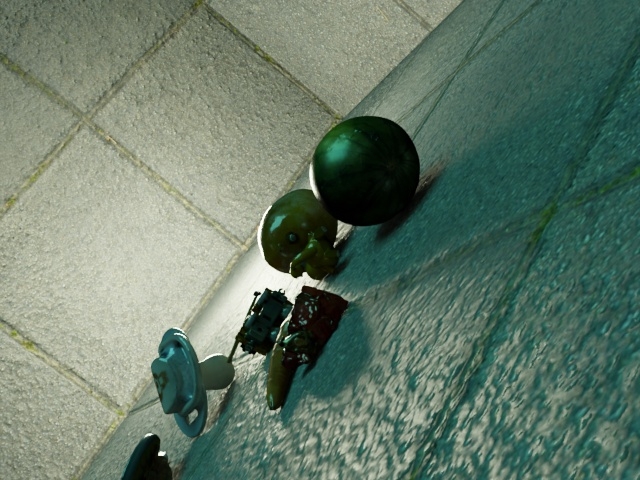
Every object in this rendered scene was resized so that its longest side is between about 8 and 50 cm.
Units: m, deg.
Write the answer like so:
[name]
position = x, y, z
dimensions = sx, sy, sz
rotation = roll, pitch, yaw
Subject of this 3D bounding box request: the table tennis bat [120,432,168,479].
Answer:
[table tennis bat]
position = -0.416, 0.552, 1.902
dimensions = 0.329, 0.044, 0.215
rotation = 37, -114, -85

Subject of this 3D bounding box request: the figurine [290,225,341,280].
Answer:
[figurine]
position = -0.019, 0.054, 1.917
dimensions = 0.122, 0.121, 0.176
rotation = -30, -19, -11

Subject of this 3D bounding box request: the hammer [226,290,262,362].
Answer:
[hammer]
position = -0.194, 0.218, 2.047
dimensions = 0.062, 0.013, 0.199
rotation = -1, -65, -83

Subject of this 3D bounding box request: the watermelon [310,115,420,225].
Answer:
[watermelon]
position = 0.096, -0.148, 1.742
dimensions = 0.242, 0.242, 0.242
rotation = -50, 9, 10

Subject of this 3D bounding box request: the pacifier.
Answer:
[pacifier]
position = -0.303, 0.342, 2.026
dimensions = 0.207, 0.279, 0.227
rotation = -3, -29, -39

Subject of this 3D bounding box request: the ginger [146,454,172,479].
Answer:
[ginger]
position = -0.372, 0.555, 1.807
dimensions = 0.173, 0.069, 0.051
rotation = -62, -5, -65

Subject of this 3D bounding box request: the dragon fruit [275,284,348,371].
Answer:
[dragon fruit]
position = -0.038, 0.172, 1.572
dimensions = 0.122, 0.092, 0.192
rotation = -43, 12, 45

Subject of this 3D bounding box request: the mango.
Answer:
[mango]
position = -0.057, -0.028, 2.136
dimensions = 0.384, 0.198, 0.222
rotation = -93, 26, -79

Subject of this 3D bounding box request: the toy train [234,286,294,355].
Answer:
[toy train]
position = -0.141, 0.207, 2.004
dimensions = 0.127, 0.089, 0.219
rotation = -58, 2, 46

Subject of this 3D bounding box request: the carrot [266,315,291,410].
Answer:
[carrot]
position = -0.074, 0.245, 1.603
dimensions = 0.066, 0.062, 0.271
rotation = -5, 35, 21
